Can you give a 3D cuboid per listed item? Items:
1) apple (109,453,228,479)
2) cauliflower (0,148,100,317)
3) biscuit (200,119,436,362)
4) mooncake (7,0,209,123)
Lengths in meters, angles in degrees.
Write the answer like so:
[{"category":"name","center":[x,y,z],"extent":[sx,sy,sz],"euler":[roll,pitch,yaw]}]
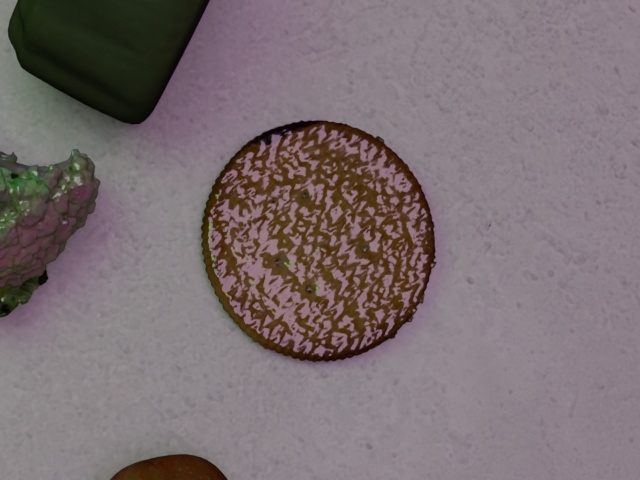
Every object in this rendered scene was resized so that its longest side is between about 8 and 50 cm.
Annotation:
[{"category":"apple","center":[-0.171,0.332,1.301],"extent":[0.181,0.181,0.168],"euler":[-5,61,-17]},{"category":"cauliflower","center":[-0.390,-0.061,1.298],"extent":[0.256,0.239,0.315],"euler":[-39,73,20]},{"category":"biscuit","center":[0.000,0.000,1.469],"extent":[0.305,0.038,0.305],"euler":[2,81,-14]},{"category":"mooncake","center":[-0.202,-0.307,1.308],"extent":[0.187,0.351,0.351],"euler":[25,76,-11]}]
